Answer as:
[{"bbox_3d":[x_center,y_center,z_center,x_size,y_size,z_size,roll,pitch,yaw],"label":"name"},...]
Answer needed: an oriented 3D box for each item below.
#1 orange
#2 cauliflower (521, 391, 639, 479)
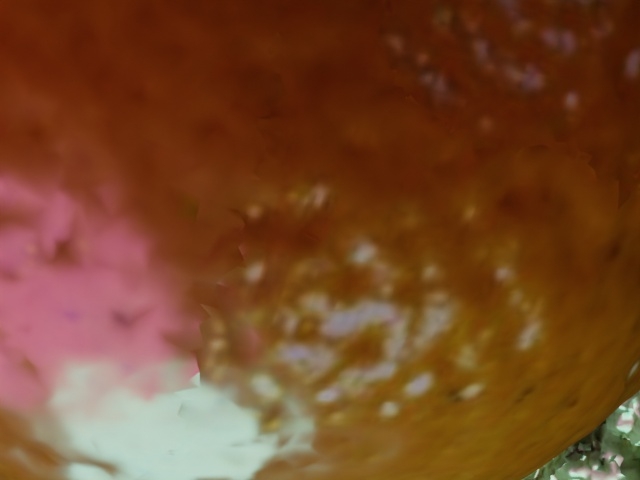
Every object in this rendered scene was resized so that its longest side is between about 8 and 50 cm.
[{"bbox_3d":[-0.037,-0.114,0.637,0.424,0.424,0.326,27,131,2],"label":"orange"},{"bbox_3d":[0.153,0.036,0.858,0.272,0.250,0.275,-29,141,31],"label":"cauliflower"}]
